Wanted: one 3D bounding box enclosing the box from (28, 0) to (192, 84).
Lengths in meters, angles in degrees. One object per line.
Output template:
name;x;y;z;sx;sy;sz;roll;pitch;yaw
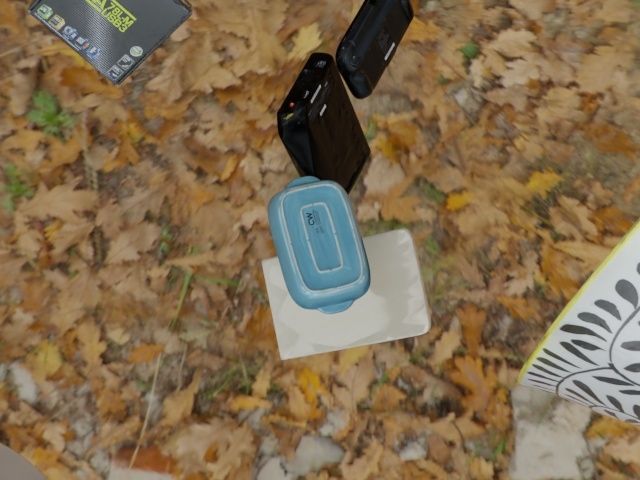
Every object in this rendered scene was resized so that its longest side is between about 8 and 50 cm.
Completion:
box;-0.335;-0.373;1.624;0.184;0.045;0.190;-37;121;21

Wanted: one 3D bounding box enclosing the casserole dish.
casserole dish;0.000;0.000;1.303;0.114;0.037;0.188;-13;75;-11

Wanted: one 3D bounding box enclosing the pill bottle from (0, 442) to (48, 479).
pill bottle;-0.377;0.338;0.830;0.363;0.210;0.210;-39;99;4

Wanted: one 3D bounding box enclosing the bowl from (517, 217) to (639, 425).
bowl;0.161;0.018;0.387;0.080;0.170;0.170;41;103;18

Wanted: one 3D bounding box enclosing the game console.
game console;0.053;-0.237;1.501;0.044;0.213;0.361;14;62;28

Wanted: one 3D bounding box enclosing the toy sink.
toy sink;0.055;0.076;1.486;0.234;0.131;0.153;-14;86;22
